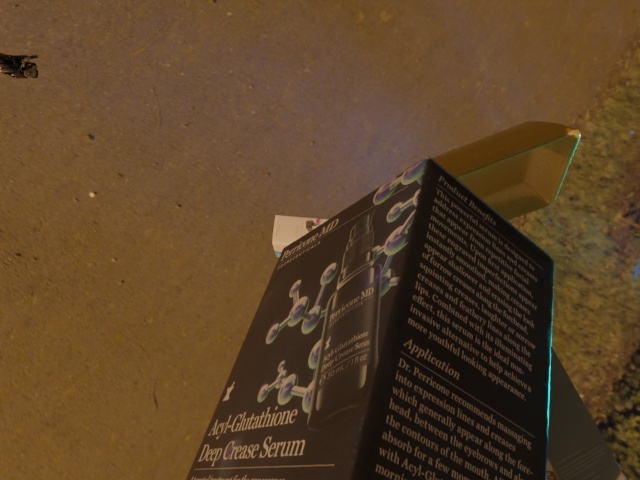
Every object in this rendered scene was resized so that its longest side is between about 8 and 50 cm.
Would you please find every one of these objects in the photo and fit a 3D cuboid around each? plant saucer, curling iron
[{"bbox_3d":[0.304,-0.105,1.018,0.333,0.080,0.333,-21,158,9],"label":"plant saucer"},{"bbox_3d":[-0.427,-0.218,0.573,0.274,0.068,0.035,-24,120,-73],"label":"curling iron"}]

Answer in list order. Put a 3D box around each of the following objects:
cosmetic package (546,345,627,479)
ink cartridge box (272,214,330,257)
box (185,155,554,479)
[{"bbox_3d":[0.321,0.272,0.755,0.107,0.237,0.127,-23,163,-17],"label":"cosmetic package"},{"bbox_3d":[0.000,0.000,1.031,0.104,0.182,0.061,90,5,-73],"label":"ink cartridge box"},{"bbox_3d":[0.052,0.163,0.547,0.212,0.294,0.395,35,52,-19],"label":"box"}]
